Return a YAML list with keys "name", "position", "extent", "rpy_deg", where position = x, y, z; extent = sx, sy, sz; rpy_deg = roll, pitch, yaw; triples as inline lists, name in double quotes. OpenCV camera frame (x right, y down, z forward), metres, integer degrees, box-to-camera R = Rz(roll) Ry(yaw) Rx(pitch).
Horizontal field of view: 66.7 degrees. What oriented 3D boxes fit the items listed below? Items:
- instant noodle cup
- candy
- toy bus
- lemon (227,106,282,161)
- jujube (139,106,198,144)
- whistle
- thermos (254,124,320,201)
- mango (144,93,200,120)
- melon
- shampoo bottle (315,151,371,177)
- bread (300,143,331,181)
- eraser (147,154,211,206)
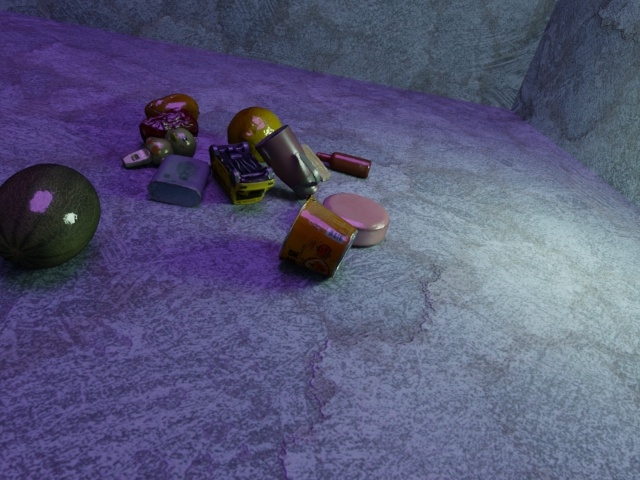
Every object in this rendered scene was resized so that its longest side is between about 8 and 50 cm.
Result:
- name: "instant noodle cup"
  position: [0.000, 0.000, 1.433]
  extent: [0.172, 0.215, 0.216]
  rpy_deg: [28, 33, 6]
- name: "candy"
  position: [0.111, -0.074, 1.687]
  extent: [0.255, 0.094, 0.255]
  rpy_deg: [11, 32, -7]
- name: "toy bus"
  position: [-0.287, -0.234, 1.730]
  extent: [0.144, 0.152, 0.330]
  rpy_deg: [-11, 37, -27]
- name: "lemon"
  position: [-0.262, -0.425, 1.968]
  extent: [0.236, 0.236, 0.263]
  rpy_deg: [4, 40, -17]
- name: "jujube"
  position: [-0.605, -0.444, 1.945]
  extent: [0.230, 0.155, 0.155]
  rpy_deg: [-25, 48, -33]
- name: "whistle"
  position: [-0.581, -0.344, 1.800]
  extent: [0.141, 0.141, 0.294]
  rpy_deg: [34, 38, 30]
- name: "thermos"
  position: [-0.099, -0.274, 1.768]
  extent: [0.146, 0.265, 0.176]
  rpy_deg: [-45, 20, -29]
- name: "mango"
  position: [-0.645, -0.563, 2.126]
  extent: [0.236, 0.136, 0.166]
  rpy_deg: [-11, 42, -27]
- name: "melon"
  position: [-0.682, -0.060, 1.205]
  extent: [0.238, 0.237, 0.301]
  rpy_deg: [8, 34, -11]
- name: "shampoo bottle"
  position: [0.098, -0.340, 2.122]
  extent: [0.244, 0.085, 0.085]
  rpy_deg: [17, 31, 7]
- name: "bread"
  position: [-0.026, -0.323, 2.020]
  extent: [0.152, 0.105, 0.077]
  rpy_deg: [24, 39, 17]
- name: "eraser"
  position: [-0.480, -0.210, 1.679]
  extent: [0.174, 0.081, 0.227]
  rpy_deg: [10, 31, -9]
